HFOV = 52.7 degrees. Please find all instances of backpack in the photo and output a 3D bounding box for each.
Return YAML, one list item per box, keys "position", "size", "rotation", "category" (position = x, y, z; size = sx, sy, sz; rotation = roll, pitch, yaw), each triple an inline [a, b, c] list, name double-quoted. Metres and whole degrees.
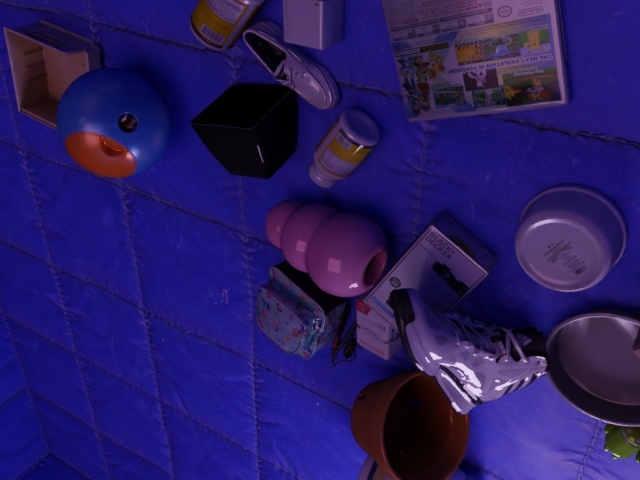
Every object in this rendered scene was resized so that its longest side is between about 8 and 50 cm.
- position: [-0.059, 0.197, 1.754]
  size: [0.225, 0.191, 0.253]
  rotation: [39, 144, 26]
  category: "backpack"

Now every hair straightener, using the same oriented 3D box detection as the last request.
- position: [0.076, 0.288, 1.803]
  size: [0.089, 0.047, 0.230]
  rotation: [32, 133, 16]
  category: "hair straightener"

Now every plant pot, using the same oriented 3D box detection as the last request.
- position: [-0.163, -0.253, 1.541]
  size: [0.188, 0.187, 0.167]
  rotation: [11, 136, 30]
  category: "plant pot"
- position: [0.213, 0.477, 1.685]
  size: [0.203, 0.291, 0.291]
  rotation: [-10, 113, 57]
  category: "plant pot"

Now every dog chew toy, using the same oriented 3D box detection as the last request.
- position: [0.000, 0.000, 1.575]
  size: [0.332, 0.207, 0.206]
  rotation: [28, 132, 30]
  category: "dog chew toy"

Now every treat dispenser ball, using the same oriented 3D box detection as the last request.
- position: [-0.541, -0.308, 1.700]
  size: [0.288, 0.288, 0.288]
  rotation: [19, 128, 26]
  category: "treat dispenser ball"

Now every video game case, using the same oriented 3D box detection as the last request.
- position: [0.285, -0.384, 1.215]
  size: [0.329, 0.036, 0.300]
  rotation: [1, 118, 35]
  category: "video game case"

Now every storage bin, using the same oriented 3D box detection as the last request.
- position: [-0.759, -0.467, 1.872]
  size: [0.260, 0.123, 0.262]
  rotation: [26, 130, 21]
  category: "storage bin"

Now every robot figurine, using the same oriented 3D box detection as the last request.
- position: [0.684, 0.442, 1.440]
  size: [0.101, 0.067, 0.115]
  rotation: [46, 136, 19]
  category: "robot figurine"

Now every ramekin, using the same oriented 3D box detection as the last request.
- position: [0.484, 0.003, 1.270]
  size: [0.207, 0.109, 0.207]
  rotation: [18, 127, 26]
  category: "ramekin"

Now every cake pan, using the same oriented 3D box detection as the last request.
- position: [0.627, 0.265, 1.375]
  size: [0.293, 0.054, 0.293]
  rotation: [19, 128, 26]
  category: "cake pan"

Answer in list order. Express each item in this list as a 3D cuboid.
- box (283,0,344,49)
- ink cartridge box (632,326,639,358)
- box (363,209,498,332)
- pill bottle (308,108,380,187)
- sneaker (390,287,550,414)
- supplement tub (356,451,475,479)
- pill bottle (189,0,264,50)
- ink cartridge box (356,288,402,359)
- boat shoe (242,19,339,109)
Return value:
- position: [-0.014, -0.464, 1.346]
  size: [0.102, 0.087, 0.101]
  rotation: [19, 128, 25]
  category: "box"
- position: [0.702, 0.220, 1.193]
  size: [0.234, 0.193, 0.088]
  rotation: [50, 135, -2]
  category: "ink cartridge box"
- position: [0.248, 0.090, 1.493]
  size: [0.169, 0.087, 0.290]
  rotation: [43, 127, 5]
  category: "box"
- position: [0.047, -0.202, 1.462]
  size: [0.103, 0.103, 0.184]
  rotation: [45, 135, 3]
  category: "pill bottle"
- position: [0.337, 0.205, 1.401]
  size: [0.257, 0.169, 0.447]
  rotation: [-26, 133, 17]
  category: "sneaker"
- position: [0.279, 0.720, 1.812]
  size: [0.316, 0.228, 0.228]
  rotation: [14, 125, 29]
  category: "supplement tub"
- position: [-0.195, -0.527, 1.417]
  size: [0.117, 0.117, 0.215]
  rotation: [49, 135, -1]
  category: "pill bottle"
- position: [0.153, 0.219, 1.679]
  size: [0.109, 0.063, 0.150]
  rotation: [26, 133, 36]
  category: "ink cartridge box"
- position: [-0.072, -0.381, 1.444]
  size: [0.258, 0.084, 0.095]
  rotation: [43, 134, 6]
  category: "boat shoe"
